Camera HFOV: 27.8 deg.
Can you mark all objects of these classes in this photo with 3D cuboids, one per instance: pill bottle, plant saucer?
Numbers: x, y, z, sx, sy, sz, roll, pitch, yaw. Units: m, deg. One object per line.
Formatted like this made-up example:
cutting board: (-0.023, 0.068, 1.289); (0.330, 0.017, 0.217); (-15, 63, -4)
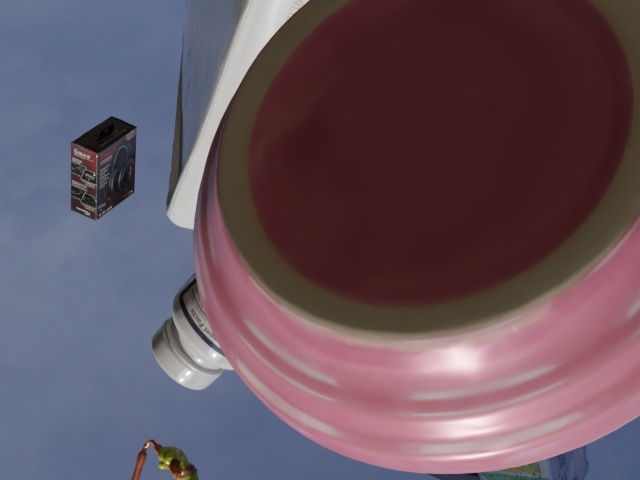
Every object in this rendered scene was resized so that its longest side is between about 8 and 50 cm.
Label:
pill bottle: (-0.050, 0.039, 0.813); (0.067, 0.120, 0.067); (37, -156, -19)
plant saucer: (0.072, -0.043, 0.704); (0.332, 0.084, 0.332); (-10, -120, 19)

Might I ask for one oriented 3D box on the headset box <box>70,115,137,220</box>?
headset box: (-0.201, -0.070, 1.198); (0.032, 0.083, 0.062); (23, -142, 19)

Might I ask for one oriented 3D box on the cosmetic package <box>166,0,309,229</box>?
cosmetic package: (0.094, -0.188, 1.194); (0.393, 0.327, 0.329); (13, -135, -14)

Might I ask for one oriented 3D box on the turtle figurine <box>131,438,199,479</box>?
turtle figurine: (-0.104, 0.337, 1.373); (0.087, 0.270, 0.217); (-5, 172, -41)

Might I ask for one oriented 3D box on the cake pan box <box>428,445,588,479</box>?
cake pan box: (0.080, 0.105, 1.004); (0.245, 0.267, 0.070); (23, -115, 25)
